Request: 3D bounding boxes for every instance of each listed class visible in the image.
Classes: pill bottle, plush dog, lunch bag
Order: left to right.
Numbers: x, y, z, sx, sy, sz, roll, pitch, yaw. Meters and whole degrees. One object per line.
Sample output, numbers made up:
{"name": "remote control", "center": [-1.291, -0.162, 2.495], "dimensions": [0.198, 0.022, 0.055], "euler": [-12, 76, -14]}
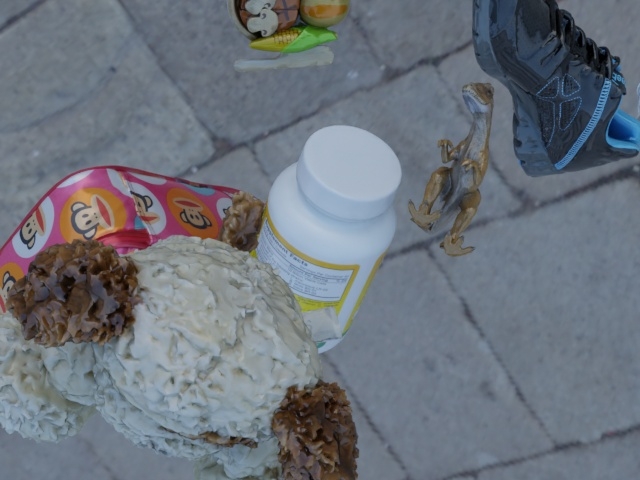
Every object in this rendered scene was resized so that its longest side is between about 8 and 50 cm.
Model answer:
{"name": "lunch bag", "center": [-0.199, 0.050, 1.273], "dimensions": [0.258, 0.293, 0.120], "euler": [-43, 59, 28]}
{"name": "plush dog", "center": [-0.070, 0.066, 0.751], "dimensions": [0.262, 0.225, 0.210], "euler": [28, 85, -9]}
{"name": "pill bottle", "center": [0.000, 0.000, 1.109], "dimensions": [0.117, 0.117, 0.208], "euler": [29, 137, 6]}

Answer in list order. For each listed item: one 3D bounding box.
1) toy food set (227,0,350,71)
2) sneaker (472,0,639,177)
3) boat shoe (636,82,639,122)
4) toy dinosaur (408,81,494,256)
{"name": "toy food set", "center": [-0.032, -0.255, 1.295], "dimensions": [0.132, 0.038, 0.192], "euler": [-9, 130, -14]}
{"name": "sneaker", "center": [0.258, -0.200, 1.342], "dimensions": [0.140, 0.125, 0.341], "euler": [-2, 147, 26]}
{"name": "boat shoe", "center": [0.635, -0.158, 1.965], "dimensions": [0.320, 0.103, 0.118], "euler": [23, 135, -18]}
{"name": "toy dinosaur", "center": [0.112, -0.036, 1.024], "dimensions": [0.064, 0.112, 0.211], "euler": [25, 139, 5]}
